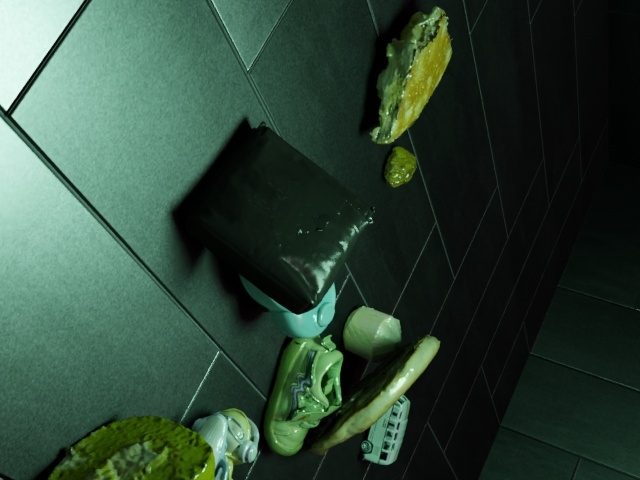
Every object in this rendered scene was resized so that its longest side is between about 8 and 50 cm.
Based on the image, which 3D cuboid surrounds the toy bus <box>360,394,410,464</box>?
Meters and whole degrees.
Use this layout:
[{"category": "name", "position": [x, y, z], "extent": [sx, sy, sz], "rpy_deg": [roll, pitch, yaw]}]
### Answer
[{"category": "toy bus", "position": [0.169, 0.469, 2.321], "extent": [0.087, 0.089, 0.194], "rpy_deg": [1, 104, -64]}]

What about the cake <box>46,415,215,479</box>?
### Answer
[{"category": "cake", "position": [-0.272, 0.365, 1.263], "extent": [0.260, 0.179, 0.156], "rpy_deg": [-32, 133, -49]}]

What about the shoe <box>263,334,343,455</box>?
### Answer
[{"category": "shoe", "position": [-0.036, 0.303, 1.788], "extent": [0.140, 0.128, 0.262], "rpy_deg": [1, 103, -49]}]

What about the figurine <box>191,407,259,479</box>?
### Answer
[{"category": "figurine", "position": [-0.179, 0.370, 1.525], "extent": [0.184, 0.128, 0.209], "rpy_deg": [-42, 149, -51]}]

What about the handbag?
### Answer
[{"category": "handbag", "position": [-0.054, -0.036, 1.400], "extent": [0.223, 0.246, 0.080], "rpy_deg": [-57, -168, -26]}]

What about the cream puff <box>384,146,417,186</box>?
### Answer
[{"category": "cream puff", "position": [0.171, -0.155, 1.958], "extent": [0.083, 0.058, 0.083], "rpy_deg": [-33, 132, -51]}]

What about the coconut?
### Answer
[{"category": "coconut", "position": [0.120, 0.208, 2.015], "extent": [0.116, 0.122, 0.116], "rpy_deg": [-42, 141, -46]}]

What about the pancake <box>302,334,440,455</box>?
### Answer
[{"category": "pancake", "position": [0.108, 0.328, 1.944], "extent": [0.382, 0.071, 0.382], "rpy_deg": [-41, 174, -5]}]

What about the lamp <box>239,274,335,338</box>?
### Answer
[{"category": "lamp", "position": [-0.045, 0.037, 1.542], "extent": [0.209, 0.147, 0.284], "rpy_deg": [-44, 143, -41]}]

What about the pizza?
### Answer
[{"category": "pizza", "position": [0.177, -0.340, 1.819], "extent": [0.323, 0.089, 0.223], "rpy_deg": [-55, 156, -35]}]
